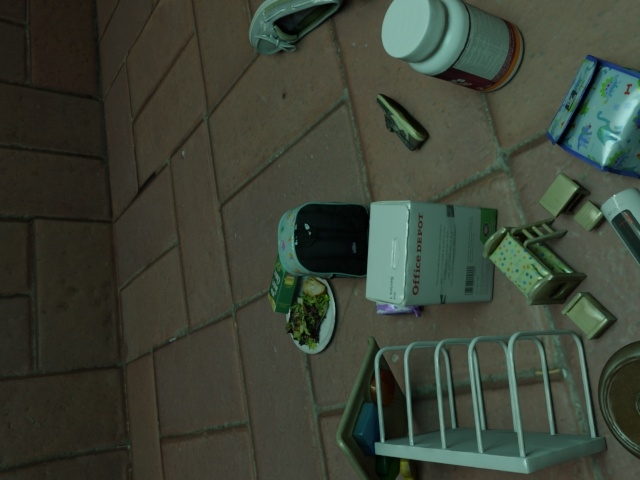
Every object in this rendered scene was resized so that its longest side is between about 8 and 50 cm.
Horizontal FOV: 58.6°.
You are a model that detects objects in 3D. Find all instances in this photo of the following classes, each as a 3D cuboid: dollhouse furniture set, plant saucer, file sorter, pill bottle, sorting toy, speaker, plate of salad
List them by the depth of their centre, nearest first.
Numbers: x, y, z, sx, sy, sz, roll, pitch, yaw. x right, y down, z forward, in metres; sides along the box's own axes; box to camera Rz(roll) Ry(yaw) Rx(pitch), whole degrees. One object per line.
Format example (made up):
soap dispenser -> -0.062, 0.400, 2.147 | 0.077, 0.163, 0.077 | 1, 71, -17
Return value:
plant saucer -> 0.437, 0.214, 0.740 | 0.168, 0.029, 0.168 | -5, 84, 54
speaker -> 0.427, -0.001, 0.744 | 0.055, 0.055, 0.136 | -47, 52, 40
dollhouse furniture set -> 0.351, 0.020, 0.804 | 0.182, 0.101, 0.161 | 55, 129, 39
file sorter -> 0.239, 0.235, 0.869 | 0.278, 0.193, 0.173 | -20, 70, 51
pill bottle -> 0.211, -0.317, 0.909 | 0.121, 0.221, 0.121 | -5, 84, 53
sorting toy -> 0.126, 0.350, 0.997 | 0.041, 0.307, 0.229 | -10, 34, 28
plate of salad -> -0.034, 0.169, 1.350 | 0.200, 0.048, 0.200 | -3, 86, 52

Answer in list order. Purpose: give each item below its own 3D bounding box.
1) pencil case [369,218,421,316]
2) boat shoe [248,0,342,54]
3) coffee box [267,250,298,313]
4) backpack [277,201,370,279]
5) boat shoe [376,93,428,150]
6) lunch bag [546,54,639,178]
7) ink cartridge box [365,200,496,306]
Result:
pencil case -> 0.144, 0.045, 1.098 | 0.088, 0.086, 0.206 | -6, 84, 25
boat shoe -> -0.065, -0.535, 1.379 | 0.320, 0.118, 0.103 | -20, 68, 44
coffee box -> -0.084, 0.075, 1.393 | 0.113, 0.040, 0.184 | -129, 52, -69
backpack -> 0.000, 0.000, 1.197 | 0.144, 0.188, 0.166 | -4, 85, 53
boat shoe -> 0.150, -0.235, 1.123 | 0.049, 0.056, 0.152 | -56, 47, 28
lunch bag -> 0.388, -0.175, 0.781 | 0.151, 0.096, 0.129 | -119, 43, -54
ink cartridge box -> 0.183, 0.020, 0.928 | 0.092, 0.219, 0.160 | 4, 91, 53
